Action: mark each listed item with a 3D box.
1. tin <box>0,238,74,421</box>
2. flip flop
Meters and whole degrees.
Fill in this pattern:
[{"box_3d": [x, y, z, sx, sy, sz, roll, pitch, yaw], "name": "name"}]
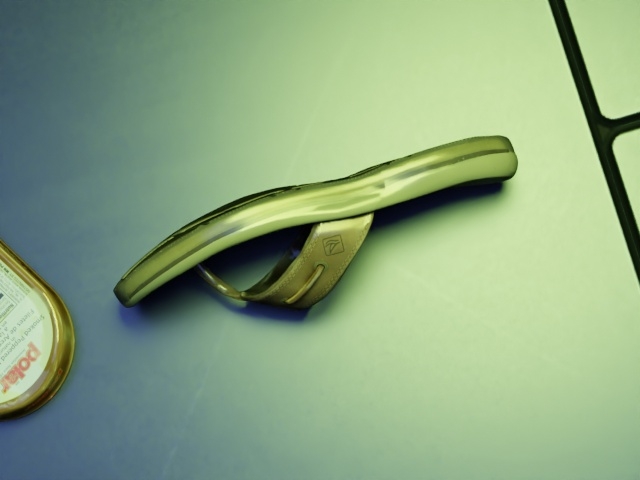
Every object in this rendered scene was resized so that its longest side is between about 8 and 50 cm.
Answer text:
[{"box_3d": [-0.250, 0.040, 1.305, 0.190, 0.040, 0.106, 42, 90, 9], "name": "tin"}, {"box_3d": [0.000, 0.000, 1.270, 0.277, 0.112, 0.080, -17, 94, -5], "name": "flip flop"}]
